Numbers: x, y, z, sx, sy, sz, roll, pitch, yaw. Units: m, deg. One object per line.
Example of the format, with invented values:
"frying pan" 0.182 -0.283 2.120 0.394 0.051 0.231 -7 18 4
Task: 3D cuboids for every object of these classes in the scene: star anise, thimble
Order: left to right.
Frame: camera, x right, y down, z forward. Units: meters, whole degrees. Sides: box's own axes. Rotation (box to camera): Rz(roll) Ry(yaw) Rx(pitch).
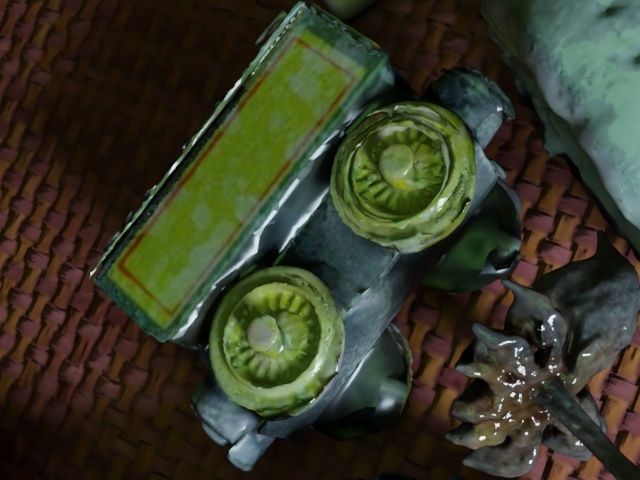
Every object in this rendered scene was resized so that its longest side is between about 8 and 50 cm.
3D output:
"star anise" 0.153 0.077 0.466 0.148 0.218 0.227 -51 43 -4
"thimble" 0.185 -0.077 0.516 0.150 0.237 0.237 -35 69 11

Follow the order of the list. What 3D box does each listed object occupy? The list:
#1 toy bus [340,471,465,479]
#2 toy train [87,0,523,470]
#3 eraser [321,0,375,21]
"toy bus" -0.039 0.210 0.600 0.342 0.097 0.138 -9 77 17
"toy train" 0.000 0.000 0.620 0.177 0.134 0.261 38 91 31
"eraser" 0.045 -0.243 0.695 0.172 0.058 0.117 -36 70 8
